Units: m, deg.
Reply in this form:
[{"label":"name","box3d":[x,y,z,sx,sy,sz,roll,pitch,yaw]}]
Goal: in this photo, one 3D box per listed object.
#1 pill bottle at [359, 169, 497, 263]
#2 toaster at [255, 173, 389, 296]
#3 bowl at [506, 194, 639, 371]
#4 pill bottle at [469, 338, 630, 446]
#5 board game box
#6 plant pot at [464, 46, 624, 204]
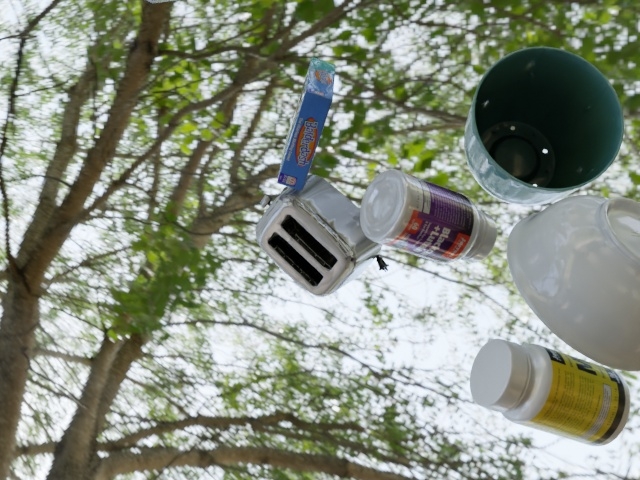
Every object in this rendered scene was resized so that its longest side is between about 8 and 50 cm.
[{"label":"pill bottle","box3d":[0.162,-0.027,1.267,0.193,0.108,0.108,16,-90,-33]},{"label":"toaster","box3d":[0.000,0.000,1.441,0.227,0.129,0.146,44,-151,7]},{"label":"bowl","box3d":[0.431,0.031,1.265,0.297,0.298,0.134,-1,-40,-31]},{"label":"pill bottle","box3d":[0.327,0.216,1.246,0.208,0.119,0.119,19,-92,-21]},{"label":"board game box","box3d":[-0.021,-0.197,1.430,0.047,0.210,0.160,16,-64,-6]},{"label":"plant pot","box3d":[0.420,-0.201,1.742,0.293,0.235,0.293,1,-106,-4]}]
